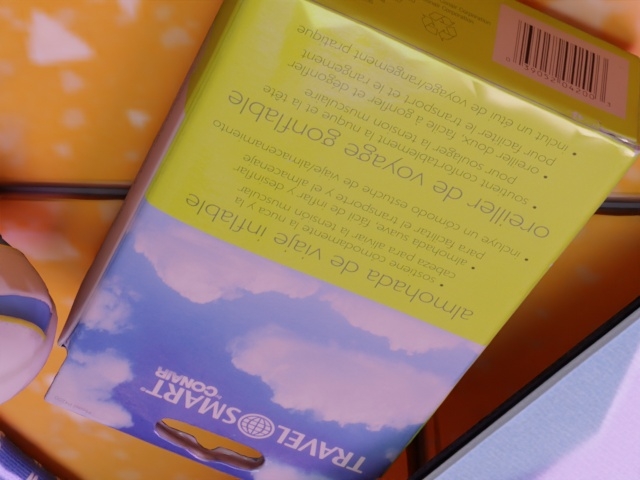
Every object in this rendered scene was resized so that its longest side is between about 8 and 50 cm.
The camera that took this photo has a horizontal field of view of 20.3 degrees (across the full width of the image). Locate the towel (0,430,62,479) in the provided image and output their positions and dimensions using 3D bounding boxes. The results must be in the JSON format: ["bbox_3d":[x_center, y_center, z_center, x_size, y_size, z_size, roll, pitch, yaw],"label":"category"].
[{"bbox_3d":[-0.185,0.136,0.672,0.243,0.040,0.336,-28,122,31],"label":"towel"}]

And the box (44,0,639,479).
[{"bbox_3d":[0.000,0.000,0.502,0.109,0.042,0.178,23,133,-10],"label":"box"}]

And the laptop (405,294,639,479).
[{"bbox_3d":[0.205,0.223,0.497,0.382,0.408,0.236,-42,148,24],"label":"laptop"}]

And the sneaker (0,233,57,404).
[{"bbox_3d":[-0.171,-0.038,0.468,0.240,0.091,0.126,23,132,-10],"label":"sneaker"}]
